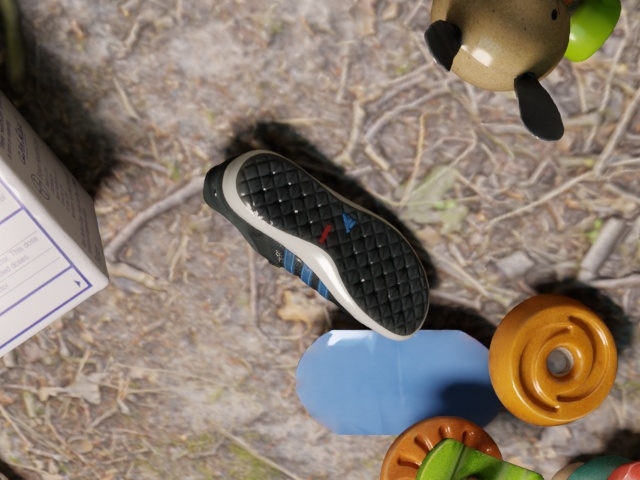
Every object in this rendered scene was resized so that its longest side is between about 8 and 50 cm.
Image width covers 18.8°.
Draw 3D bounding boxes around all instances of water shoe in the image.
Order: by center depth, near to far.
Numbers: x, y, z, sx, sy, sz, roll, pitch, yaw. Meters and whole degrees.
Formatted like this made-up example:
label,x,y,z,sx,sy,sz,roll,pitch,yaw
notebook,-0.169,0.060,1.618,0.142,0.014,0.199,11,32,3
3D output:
label,x,y,z,sx,sy,sz,roll,pitch,yaw
water shoe,0.000,0.000,1.467,0.203,0.073,0.080,42,160,-23

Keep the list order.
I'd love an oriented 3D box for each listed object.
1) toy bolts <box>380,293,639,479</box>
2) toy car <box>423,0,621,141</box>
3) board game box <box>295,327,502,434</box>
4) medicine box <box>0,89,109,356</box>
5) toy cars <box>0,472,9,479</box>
label,x,y,z,sx,sy,sz,roll,pitch,yaw
toy bolts,0.176,0.163,1.521,0.228,0.218,0.158,27,174,-15
toy car,0.121,-0.149,1.172,0.155,0.188,0.149,33,135,-12
board game box,0.065,0.104,1.553,0.169,0.033,0.133,-1,136,6
medicine box,-0.347,-0.025,1.425,0.263,0.149,0.289,-34,118,6
toy cars,-0.201,0.337,1.852,0.394,0.087,0.176,27,124,0
